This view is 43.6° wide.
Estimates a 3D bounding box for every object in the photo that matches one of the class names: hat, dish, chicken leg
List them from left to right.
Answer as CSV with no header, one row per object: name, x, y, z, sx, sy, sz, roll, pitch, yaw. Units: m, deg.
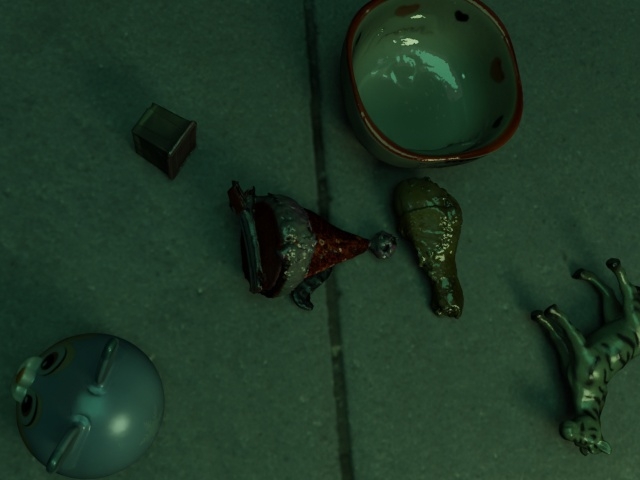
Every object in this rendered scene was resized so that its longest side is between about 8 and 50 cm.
hat,-0.002,-0.001,1.022,0.227,0.129,0.140,-1,53,-32
dish,0.137,-0.203,1.077,0.256,0.117,0.256,3,78,-13
chicken leg,0.155,0.010,1.065,0.084,0.069,0.198,-14,89,-15

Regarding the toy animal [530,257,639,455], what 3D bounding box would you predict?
toy animal,0.358,0.144,1.080,0.170,0.090,0.255,38,75,-9

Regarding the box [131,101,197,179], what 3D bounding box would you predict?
box,-0.195,-0.126,0.997,0.063,0.085,0.060,33,73,0

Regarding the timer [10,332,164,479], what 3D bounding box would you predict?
timer,-0.260,0.166,0.840,0.175,0.255,0.175,-3,70,8
